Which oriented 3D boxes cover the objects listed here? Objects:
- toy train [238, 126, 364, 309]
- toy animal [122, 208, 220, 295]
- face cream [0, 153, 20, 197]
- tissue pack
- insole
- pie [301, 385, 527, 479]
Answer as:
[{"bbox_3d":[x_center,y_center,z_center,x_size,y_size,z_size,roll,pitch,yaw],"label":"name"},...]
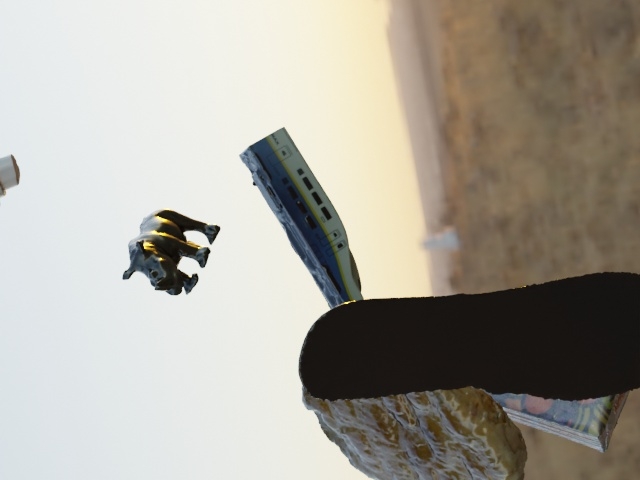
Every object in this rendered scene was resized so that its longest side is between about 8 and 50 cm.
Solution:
[{"bbox_3d":[0.000,0.000,1.597,0.234,0.051,0.052,58,163,0],"label":"toy train"},{"bbox_3d":[-0.123,0.013,1.286,0.135,0.065,0.047,-79,15,-66],"label":"toy animal"},{"bbox_3d":[-0.457,-0.030,1.701,0.073,0.284,0.073,161,90,-88],"label":"face cream"},{"bbox_3d":[0.234,0.136,1.602,0.108,0.148,0.060,-65,-26,-18],"label":"tissue pack"},{"bbox_3d":[0.132,0.069,1.086,0.007,0.322,0.109,-126,42,-52],"label":"insole"},{"bbox_3d":[0.070,0.138,1.233,0.046,0.195,0.195,-54,-32,-31],"label":"pie"}]
